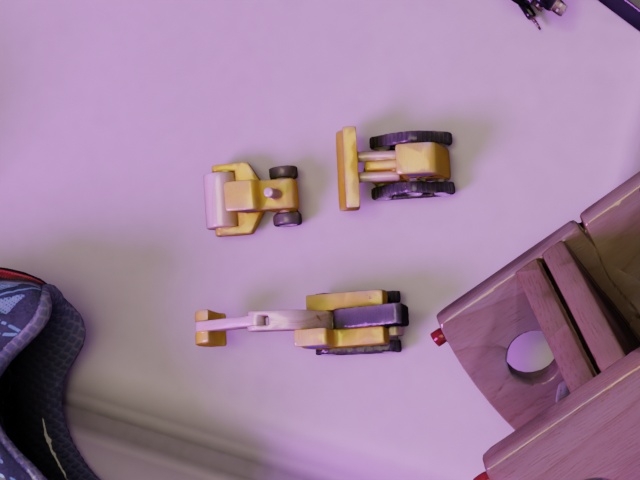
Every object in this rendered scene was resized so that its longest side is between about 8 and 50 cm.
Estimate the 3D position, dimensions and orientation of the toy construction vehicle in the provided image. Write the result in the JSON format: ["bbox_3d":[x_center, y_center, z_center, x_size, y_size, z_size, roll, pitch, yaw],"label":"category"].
[{"bbox_3d":[0.000,0.000,0.708,0.098,0.035,0.086,-1,84,14],"label":"toy construction vehicle"}]

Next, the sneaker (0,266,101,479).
[{"bbox_3d":[-0.110,0.133,0.689,0.125,0.104,0.262,-17,81,10],"label":"sneaker"}]

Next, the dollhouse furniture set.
[{"bbox_3d":[0.146,0.082,0.639,0.129,0.129,0.183,-35,107,9],"label":"dollhouse furniture set"}]

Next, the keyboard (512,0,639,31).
[{"bbox_3d":[0.089,-0.133,0.698,0.192,0.038,0.100,40,95,15],"label":"keyboard"}]
